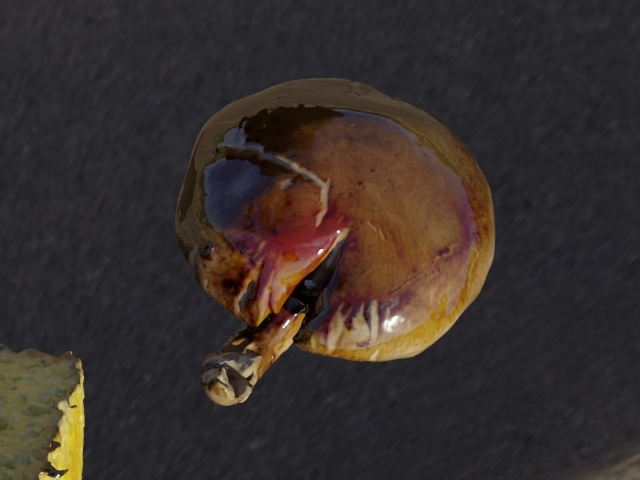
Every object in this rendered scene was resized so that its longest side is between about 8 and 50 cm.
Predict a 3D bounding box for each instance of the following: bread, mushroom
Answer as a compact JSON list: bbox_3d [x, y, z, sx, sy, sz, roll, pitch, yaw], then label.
[{"bbox_3d":[-0.190,0.152,0.901,0.143,0.229,0.139,-2,113,5],"label":"bread"},{"bbox_3d":[0.000,-0.001,0.718,0.135,0.080,0.170,26,61,10],"label":"mushroom"}]
